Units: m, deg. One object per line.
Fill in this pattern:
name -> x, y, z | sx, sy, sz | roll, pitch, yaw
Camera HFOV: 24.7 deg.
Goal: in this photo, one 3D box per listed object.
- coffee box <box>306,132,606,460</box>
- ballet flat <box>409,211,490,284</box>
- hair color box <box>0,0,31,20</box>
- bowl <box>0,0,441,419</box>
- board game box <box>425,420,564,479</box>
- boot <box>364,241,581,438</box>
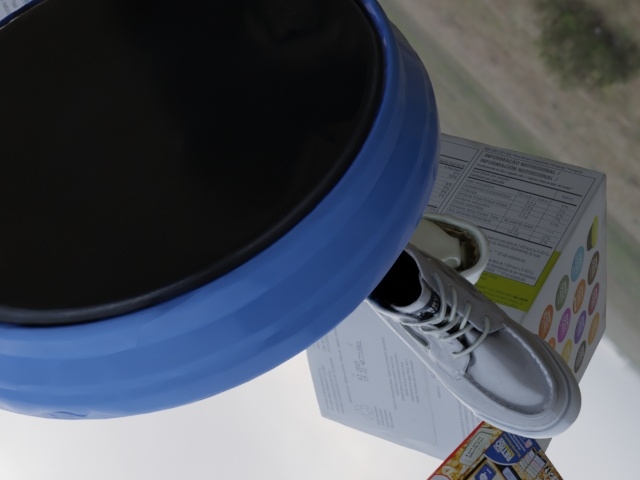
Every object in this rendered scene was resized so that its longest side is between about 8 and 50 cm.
coffee box -> 0.198, 0.085, 2.101 | 0.338, 0.334, 0.337 | 16, 140, 25
ballet flat -> 0.000, 0.000, 1.520 | 0.400, 0.139, 0.139 | 5, -155, -25
hair color box -> -0.435, -0.264, 1.553 | 0.113, 0.375, 0.185 | 57, 171, 41
bowl -> -0.117, -0.060, 0.978 | 0.391, 0.391, 0.077 | 50, 168, 44
board game box -> 0.199, 0.320, 1.783 | 0.146, 0.193, 0.045 | 54, 164, -28
boot -> 0.109, 0.077, 1.286 | 0.258, 0.095, 0.123 | 37, -178, 30
